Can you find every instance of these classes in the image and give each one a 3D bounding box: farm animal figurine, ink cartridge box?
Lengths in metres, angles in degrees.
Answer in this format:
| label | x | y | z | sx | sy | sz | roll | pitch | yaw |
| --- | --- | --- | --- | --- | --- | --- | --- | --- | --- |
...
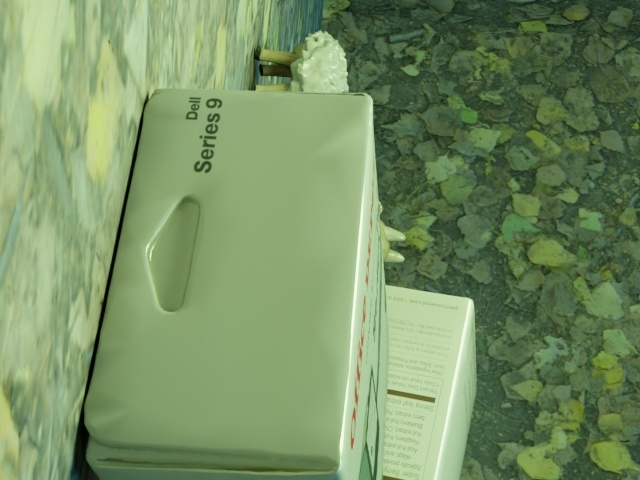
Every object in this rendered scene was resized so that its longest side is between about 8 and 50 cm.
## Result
| label | x | y | z | sx | sy | sz | roll | pitch | yaw |
| --- | --- | --- | --- | --- | --- | --- | --- | --- | --- |
| farm animal figurine | 0.000 | 0.000 | 1.308 | 0.330 | 0.172 | 0.327 | 95 | 1 | -51 |
| ink cartridge box | -0.028 | 0.080 | 0.710 | 0.289 | 0.121 | 0.211 | 81 | 12 | -60 |

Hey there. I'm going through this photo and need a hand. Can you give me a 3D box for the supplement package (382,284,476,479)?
| label | x | y | z | sx | sy | sz | roll | pitch | yaw |
| --- | --- | --- | --- | --- | --- | --- | --- | --- | --- |
| supplement package | 0.004 | 0.194 | 0.913 | 0.177 | 0.175 | 0.293 | 77 | 25 | -60 |
